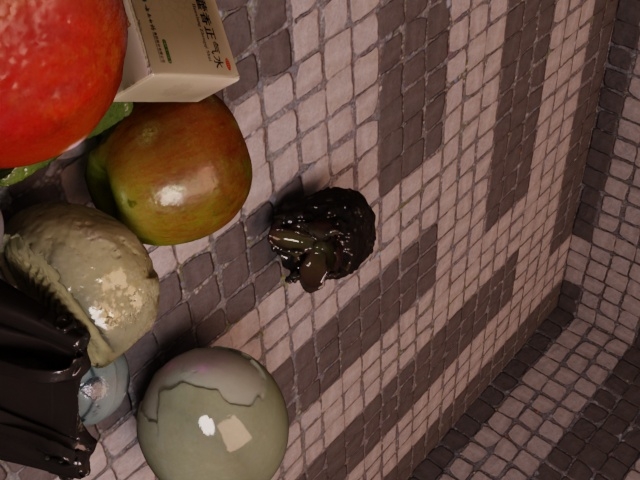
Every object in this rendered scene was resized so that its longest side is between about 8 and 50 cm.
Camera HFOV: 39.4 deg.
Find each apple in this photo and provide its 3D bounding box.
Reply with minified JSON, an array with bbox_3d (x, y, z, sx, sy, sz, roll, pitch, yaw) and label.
[{"bbox_3d":[-0.229,-0.111,1.315,0.226,0.246,0.246,-26,138,-22],"label":"apple"}]

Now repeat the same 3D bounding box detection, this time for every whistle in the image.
[{"bbox_3d":[-0.364,0.183,1.396,0.163,0.163,0.290,0,116,-57],"label":"whistle"}]

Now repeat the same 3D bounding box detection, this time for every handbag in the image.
[{"bbox_3d":[-0.423,0.194,1.219,0.113,0.257,0.285,-48,152,-57],"label":"handbag"}]

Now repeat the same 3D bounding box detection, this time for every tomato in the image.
[{"bbox_3d":[-0.352,-0.242,0.933,0.290,0.293,0.325,-28,145,-22],"label":"tomato"}]

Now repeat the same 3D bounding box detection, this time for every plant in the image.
[{"bbox_3d":[0.000,0.000,1.763,0.234,0.204,0.178,-42,137,-48],"label":"plant"}]

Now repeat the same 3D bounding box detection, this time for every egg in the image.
[{"bbox_3d":[-0.200,0.332,1.655,0.278,0.278,0.336,-44,149,-27],"label":"egg"}]

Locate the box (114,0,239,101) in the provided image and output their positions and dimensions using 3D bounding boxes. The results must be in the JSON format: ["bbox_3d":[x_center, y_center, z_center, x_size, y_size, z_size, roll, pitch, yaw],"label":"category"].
[{"bbox_3d":[-0.215,-0.292,1.160,0.168,0.095,0.212,-12,83,-55],"label":"box"}]

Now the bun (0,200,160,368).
[{"bbox_3d":[-0.324,0.046,1.240,0.152,0.259,0.259,-40,145,-31],"label":"bun"}]

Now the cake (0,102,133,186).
[{"bbox_3d":[-0.360,-0.168,1.152,0.235,0.100,0.099,-40,143,-32],"label":"cake"}]

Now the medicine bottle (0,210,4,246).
[{"bbox_3d":[-0.489,-0.030,1.038,0.135,0.135,0.215,-59,150,-2],"label":"medicine bottle"}]
